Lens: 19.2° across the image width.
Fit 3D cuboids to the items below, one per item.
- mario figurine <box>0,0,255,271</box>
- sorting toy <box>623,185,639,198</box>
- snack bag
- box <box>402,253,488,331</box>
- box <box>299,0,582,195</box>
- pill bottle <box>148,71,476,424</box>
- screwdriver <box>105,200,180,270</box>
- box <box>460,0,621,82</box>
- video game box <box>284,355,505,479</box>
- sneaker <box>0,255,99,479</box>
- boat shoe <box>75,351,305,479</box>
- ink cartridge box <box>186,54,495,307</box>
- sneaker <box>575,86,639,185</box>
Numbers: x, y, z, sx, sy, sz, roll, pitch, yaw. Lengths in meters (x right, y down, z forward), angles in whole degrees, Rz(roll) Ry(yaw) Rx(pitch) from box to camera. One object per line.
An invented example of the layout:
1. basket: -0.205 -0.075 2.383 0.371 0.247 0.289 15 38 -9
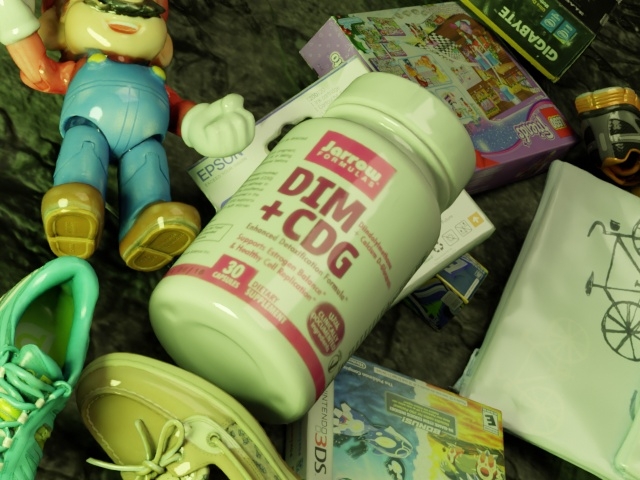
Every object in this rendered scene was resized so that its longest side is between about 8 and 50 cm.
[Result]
1. mario figurine: -0.174 -0.146 1.610 0.198 0.170 0.321 39 35 -49
2. sorting toy: 0.350 0.052 1.940 0.126 0.127 0.366 10 45 8
3. snack bag: 0.326 0.096 1.792 0.342 0.037 0.323 26 59 1
4. box: 0.072 0.004 1.774 0.169 0.054 0.059 41 41 -2
5. box: 0.127 -0.143 1.904 0.201 0.057 0.293 53 31 13
6. pill bottle: 0.000 0.000 1.573 0.160 0.160 0.283 40 62 -2
7. screwdriver: -0.150 -0.002 1.637 0.170 0.024 0.025 41 11 9
8. box: 0.186 -0.334 2.096 0.322 0.079 0.257 42 24 -1
9. video game box: 0.065 0.198 1.607 0.205 0.048 0.187 21 47 -22
10. sneaker: -0.235 0.123 1.381 0.107 0.110 0.275 28 52 -15
11. boat shoe: -0.077 0.198 1.451 0.285 0.104 0.089 39 38 -5
12. ink cartridge box: 0.017 -0.032 1.704 0.206 0.045 0.208 -35 82 -21
13. sneaker: 0.333 -0.095 2.024 0.215 0.084 0.083 22 57 -54
